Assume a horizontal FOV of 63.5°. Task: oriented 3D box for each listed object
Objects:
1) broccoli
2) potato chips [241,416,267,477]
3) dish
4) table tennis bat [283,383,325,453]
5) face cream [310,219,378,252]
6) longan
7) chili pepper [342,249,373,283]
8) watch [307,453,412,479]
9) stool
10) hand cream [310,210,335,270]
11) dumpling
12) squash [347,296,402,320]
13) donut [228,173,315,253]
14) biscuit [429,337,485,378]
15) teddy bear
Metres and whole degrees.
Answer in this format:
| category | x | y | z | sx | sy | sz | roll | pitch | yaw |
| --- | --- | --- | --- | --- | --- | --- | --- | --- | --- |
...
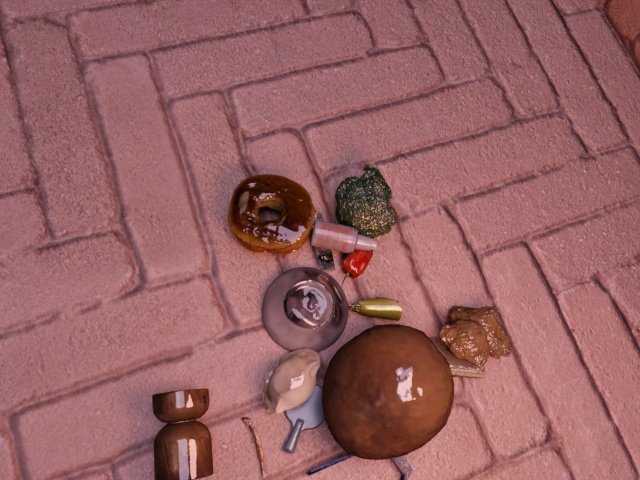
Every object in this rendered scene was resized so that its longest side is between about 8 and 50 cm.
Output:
| category | x | y | z | sx | sy | sz | roll | pitch | yaw |
| --- | --- | --- | --- | --- | --- | --- | --- | --- | --- |
| broccoli | 0.181 | -0.138 | 1.985 | 0.269 | 0.261 | 0.241 | 40 | 31 | 2 |
| potato chips | -0.213 | 0.685 | 1.727 | 0.037 | 0.026 | 0.204 | -20 | 77 | -12 |
| dish | -0.046 | 0.237 | 1.853 | 0.324 | 0.124 | 0.324 | 3 | 72 | -9 |
| table tennis bat | -0.062 | 0.607 | 1.773 | 0.153 | 0.040 | 0.244 | 23 | 66 | 3 |
| face cream | 0.093 | -0.005 | 1.910 | 0.252 | 0.101 | 0.101 | 11 | 70 | -4 |
| longan | 0.215 | 0.478 | 1.677 | 0.436 | 0.404 | 0.404 | -44 | 81 | 23 |
| chili pepper | 0.125 | 0.100 | 1.952 | 0.086 | 0.084 | 0.192 | 25 | 64 | 17 |
| watch | 0.144 | 0.776 | 1.743 | 0.276 | 0.068 | 0.274 | 44 | 75 | 6 |
| stool | -0.435 | 0.613 | 1.633 | 0.179 | 0.179 | 0.264 | -4 | 73 | -11 |
| hand cream | 0.000 | 0.000 | 1.980 | 0.075 | 0.052 | 0.248 | -5 | 73 | -24 |
| dumpling | -0.108 | 0.469 | 1.755 | 0.258 | 0.193 | 0.147 | -46 | 123 | -9 |
| squash | 0.196 | 0.246 | 1.911 | 0.200 | 0.090 | 0.075 | 9 | 61 | -6 |
| donut | -0.185 | -0.085 | 1.922 | 0.330 | 0.160 | 0.330 | 2 | 58 | -3 |
| biscuit | 0.468 | 0.422 | 1.882 | 0.250 | 0.046 | 0.147 | 7 | 38 | -1 |
| teddy bear | 0.545 | 0.338 | 1.844 | 0.267 | 0.156 | 0.256 | 35 | 48 | 25 |
